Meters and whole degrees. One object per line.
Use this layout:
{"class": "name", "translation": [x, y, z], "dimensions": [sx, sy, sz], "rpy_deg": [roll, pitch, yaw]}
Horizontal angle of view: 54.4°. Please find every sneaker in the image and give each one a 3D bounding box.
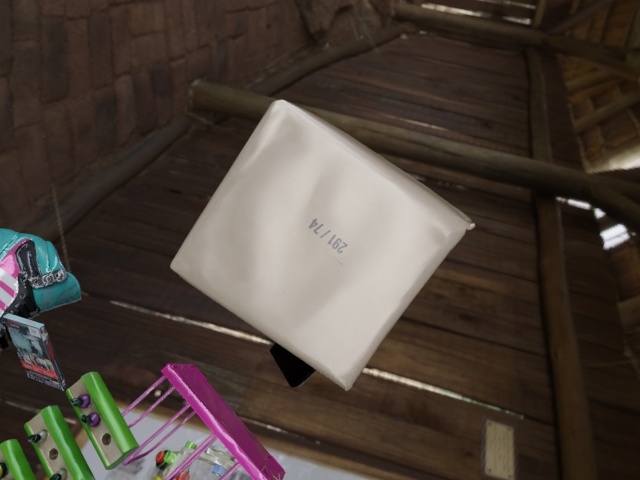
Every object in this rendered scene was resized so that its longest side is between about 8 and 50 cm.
{"class": "sneaker", "translation": [-0.505, 0.115, 1.065], "dimensions": [0.124, 0.178, 0.296], "rpy_deg": [128, -42, -58]}

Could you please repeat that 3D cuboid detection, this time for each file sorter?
{"class": "file sorter", "translation": [-0.233, 0.399, 1.161], "dimensions": [0.182, 0.291, 0.202], "rpy_deg": [-42, 171, -7]}

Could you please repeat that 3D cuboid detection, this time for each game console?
{"class": "game console", "translation": [-0.107, 0.196, 1.662], "dimensions": [0.043, 0.361, 0.213], "rpy_deg": [-11, 148, -43]}

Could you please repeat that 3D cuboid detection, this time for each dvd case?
{"class": "dvd case", "translation": [-0.439, 0.172, 0.960], "dimensions": [0.013, 0.087, 0.120], "rpy_deg": [-44, 134, -48]}

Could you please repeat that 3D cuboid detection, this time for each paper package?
{"class": "paper package", "translation": [0.000, 0.000, 0.934], "dimensions": [0.310, 0.324, 0.168], "rpy_deg": [-55, 180, 10]}

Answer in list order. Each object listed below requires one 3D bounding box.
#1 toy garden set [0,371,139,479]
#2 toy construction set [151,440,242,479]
{"class": "toy garden set", "translation": [-0.311, 0.305, 0.705], "dimensions": [0.244, 0.204, 0.049], "rpy_deg": [-40, 159, 4]}
{"class": "toy construction set", "translation": [-0.335, 0.602, 1.495], "dimensions": [0.215, 0.151, 0.328], "rpy_deg": [-20, -161, 44]}
